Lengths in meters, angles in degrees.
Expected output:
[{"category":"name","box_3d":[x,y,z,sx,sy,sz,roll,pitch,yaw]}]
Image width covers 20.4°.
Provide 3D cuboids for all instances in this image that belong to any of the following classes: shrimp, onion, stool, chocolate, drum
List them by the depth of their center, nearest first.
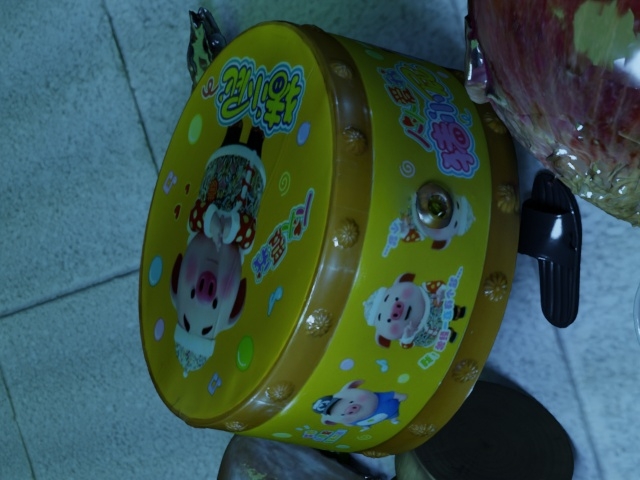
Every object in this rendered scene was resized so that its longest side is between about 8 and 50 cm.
[{"category":"onion","box_3d":[0.273,-0.147,1.391,0.353,0.353,0.354,26,124,46]},{"category":"drum","box_3d":[0.000,0.000,1.772,0.431,0.214,0.431,-34,50,53]},{"category":"stool","box_3d":[0.141,0.299,1.868,0.179,0.179,0.264,48,138,31]},{"category":"chocolate","box_3d":[-0.023,0.328,2.107,0.261,0.083,0.161,25,120,21]},{"category":"shrimp","box_3d":[-0.137,-0.132,2.171,0.164,0.062,0.317,19,121,53]}]

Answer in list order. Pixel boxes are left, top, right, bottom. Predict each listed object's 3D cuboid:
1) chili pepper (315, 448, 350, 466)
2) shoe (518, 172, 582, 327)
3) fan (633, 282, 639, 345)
[{"category":"chili pepper","box_3d":[-0.001,0.320,2.175,0.108,0.062,0.216,2,107,54]},{"category":"shoe","box_3d":[0.221,0.016,1.750,0.062,0.053,0.159,20,122,53]},{"category":"fan","box_3d":[0.373,0.117,1.562,0.244,0.074,0.130,54,140,24]}]
